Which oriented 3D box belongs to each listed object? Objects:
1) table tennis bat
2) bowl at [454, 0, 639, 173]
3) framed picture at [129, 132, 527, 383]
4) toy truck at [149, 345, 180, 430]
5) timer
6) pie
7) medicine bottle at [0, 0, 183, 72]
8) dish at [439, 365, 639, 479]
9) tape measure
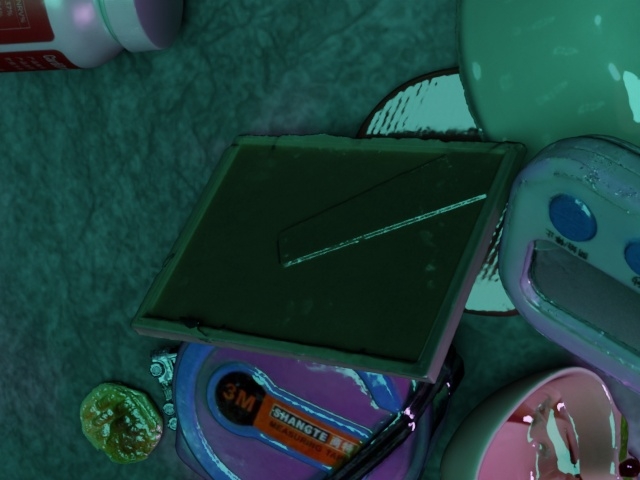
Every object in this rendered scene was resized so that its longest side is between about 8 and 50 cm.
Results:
[{"bbox_3d":[0.167,-0.021,0.956,0.310,0.038,0.200,26,106,8],"label":"table tennis bat"},{"bbox_3d":[0.272,-0.128,0.809,0.337,0.157,0.337,33,146,25],"label":"bowl"},{"bbox_3d":[0.000,0.000,0.903,0.281,0.209,0.019,7,148,36],"label":"framed picture"},{"bbox_3d":[-0.127,0.136,1.082,0.044,0.039,0.083,-17,100,2],"label":"toy truck"},{"bbox_3d":[0.224,0.026,0.823,0.208,0.069,0.191,32,148,22],"label":"timer"},{"bbox_3d":[-0.190,0.173,1.117,0.084,0.020,0.084,4,104,15],"label":"pie"},{"bbox_3d":[-0.250,-0.207,0.985,0.250,0.131,0.131,-1,103,16],"label":"medicine bottle"},{"bbox_3d":[0.169,0.208,0.965,0.090,0.213,0.213,-4,104,51],"label":"dish"},{"bbox_3d":[-0.008,0.136,0.994,0.231,0.149,0.245,27,115,11],"label":"tape measure"}]
